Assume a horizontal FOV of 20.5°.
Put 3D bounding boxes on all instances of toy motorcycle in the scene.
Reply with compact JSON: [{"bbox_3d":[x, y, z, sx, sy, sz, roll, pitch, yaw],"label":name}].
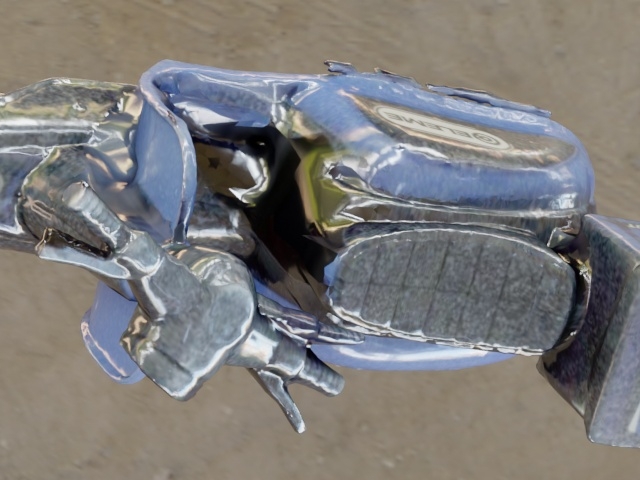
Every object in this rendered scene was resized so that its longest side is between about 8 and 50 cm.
[{"bbox_3d":[0.000,0.000,0.726,0.359,0.212,0.125,7,108,-23],"label":"toy motorcycle"}]
